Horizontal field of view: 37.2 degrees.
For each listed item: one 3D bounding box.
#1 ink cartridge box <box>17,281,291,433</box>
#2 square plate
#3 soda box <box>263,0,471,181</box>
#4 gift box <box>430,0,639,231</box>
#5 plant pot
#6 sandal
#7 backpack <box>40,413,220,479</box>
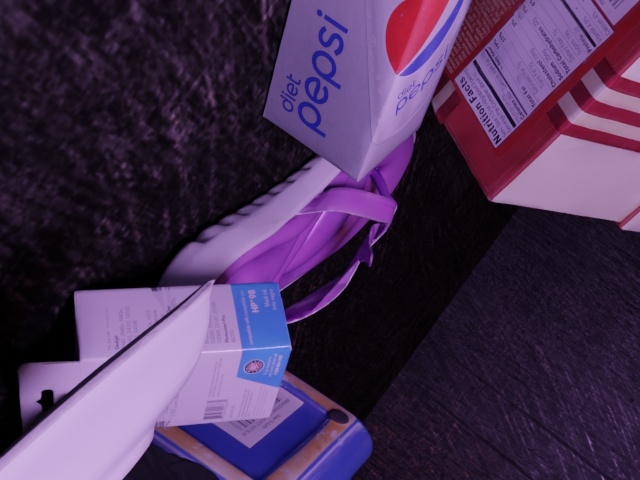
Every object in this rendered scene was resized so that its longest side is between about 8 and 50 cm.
[{"bbox_3d":[-0.120,0.084,0.676,0.180,0.060,0.104,-1,142,-16],"label":"ink cartridge box"},{"bbox_3d":[-0.215,0.189,0.445,0.347,0.049,0.344,-40,-176,32],"label":"square plate"},{"bbox_3d":[0.048,-0.180,0.639,0.091,0.098,0.286,-42,161,-39],"label":"soda box"},{"bbox_3d":[0.252,-0.170,0.748,0.258,0.255,0.276,6,143,-42],"label":"gift box"},{"bbox_3d":[-0.101,0.222,0.831,0.236,0.236,0.212,-29,145,-58],"label":"plant pot"},{"bbox_3d":[-0.005,0.011,0.887,0.416,0.102,0.169,-38,159,-46],"label":"sandal"},{"bbox_3d":[-0.167,0.213,0.650,0.182,0.152,0.115,-43,-161,24],"label":"backpack"}]
